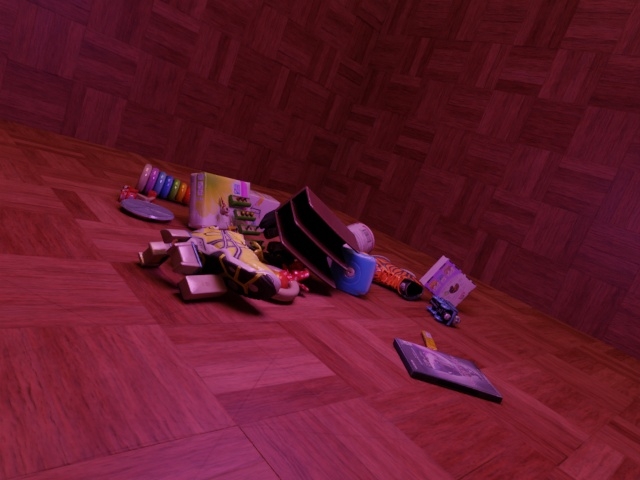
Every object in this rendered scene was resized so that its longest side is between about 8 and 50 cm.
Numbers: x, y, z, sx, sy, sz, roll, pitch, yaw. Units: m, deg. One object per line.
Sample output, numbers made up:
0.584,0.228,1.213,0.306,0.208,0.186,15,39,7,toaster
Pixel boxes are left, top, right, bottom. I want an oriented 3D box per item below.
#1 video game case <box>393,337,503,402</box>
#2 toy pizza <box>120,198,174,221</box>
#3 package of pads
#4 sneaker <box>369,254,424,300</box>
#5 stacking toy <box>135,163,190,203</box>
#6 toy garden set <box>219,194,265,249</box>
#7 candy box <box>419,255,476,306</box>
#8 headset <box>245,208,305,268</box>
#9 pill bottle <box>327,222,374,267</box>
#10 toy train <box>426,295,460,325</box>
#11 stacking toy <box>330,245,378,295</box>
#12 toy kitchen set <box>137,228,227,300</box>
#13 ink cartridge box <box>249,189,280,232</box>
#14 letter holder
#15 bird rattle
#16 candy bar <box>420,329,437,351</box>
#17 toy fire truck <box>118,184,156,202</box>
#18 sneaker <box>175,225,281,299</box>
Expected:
0.360,0.371,1.280,0.274,0.026,0.196,18,11,-9,video game case
-0.673,-0.111,1.720,0.201,0.032,0.201,20,12,-4,toy pizza
-0.420,-0.149,1.860,0.101,0.229,0.296,1,-2,31,package of pads
0.323,0.165,1.961,0.321,0.124,0.180,18,10,-15,sneaker
-0.689,-0.233,2.094,0.330,0.141,0.141,23,9,-23,stacking toy
-0.319,-0.083,1.787,0.204,0.049,0.244,4,61,-56,toy garden set
0.582,0.196,2.025,0.196,0.165,0.070,42,5,-14,candy box
-0.144,-0.003,1.636,0.394,0.243,0.185,-9,1,-29,headset
0.097,0.030,1.948,0.160,0.160,0.283,28,32,33,pill bottle
0.513,0.290,1.827,0.105,0.080,0.184,25,10,-11,toy train
0.168,0.108,1.812,0.175,0.165,0.302,20,12,20,stacking toy
-0.382,0.087,1.210,0.122,0.166,0.207,4,56,-55,toy kitchen set
-0.350,-0.158,2.180,0.233,0.168,0.171,16,11,-28,ink cartridge box
0.000,0.000,1.537,0.302,0.152,0.214,43,20,-35,letter holder
-0.144,0.129,1.405,0.253,0.143,0.207,30,18,-24,bird rattle
0.360,0.336,1.469,0.040,0.018,0.161,24,10,0,candy bar
-0.769,-0.186,1.868,0.135,0.047,0.192,18,12,-22,toy fire truck
-0.253,0.041,1.277,0.385,0.145,0.147,25,50,31,sneaker
